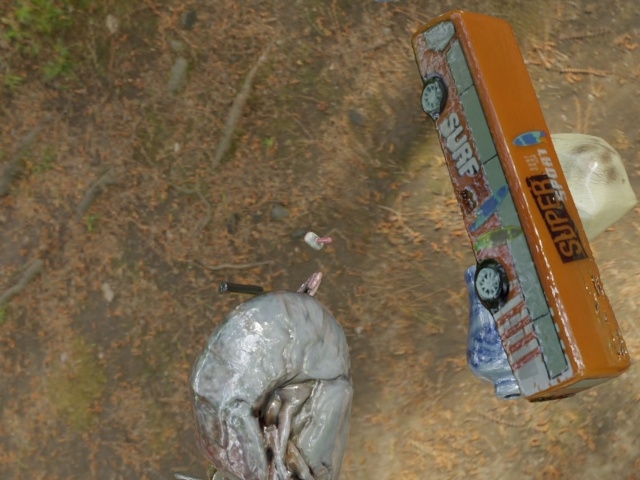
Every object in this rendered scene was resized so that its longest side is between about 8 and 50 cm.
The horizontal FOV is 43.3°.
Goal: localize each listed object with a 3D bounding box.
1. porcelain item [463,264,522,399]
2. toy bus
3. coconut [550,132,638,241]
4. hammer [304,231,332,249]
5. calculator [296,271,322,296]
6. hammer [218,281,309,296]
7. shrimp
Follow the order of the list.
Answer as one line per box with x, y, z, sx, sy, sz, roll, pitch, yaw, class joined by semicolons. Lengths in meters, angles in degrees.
0.341;0.173;1.542;0.141;0.141;0.259;-23;59;29;porcelain item
0.188;-0.049;0.802;0.092;0.093;0.409;-38;59;49;toy bus
0.500;-0.103;1.553;0.224;0.224;0.224;1;92;31;coconut
0.000;0.000;1.936;0.083;0.052;0.031;-4;56;51;hammer
-0.040;0.120;1.697;0.024;0.103;0.166;37;136;-6;calculator
-0.097;0.092;1.444;0.078;0.201;0.021;-28;63;37;hammer
-0.043;0.198;0.609;0.116;0.145;0.343;15;113;32;shrimp
